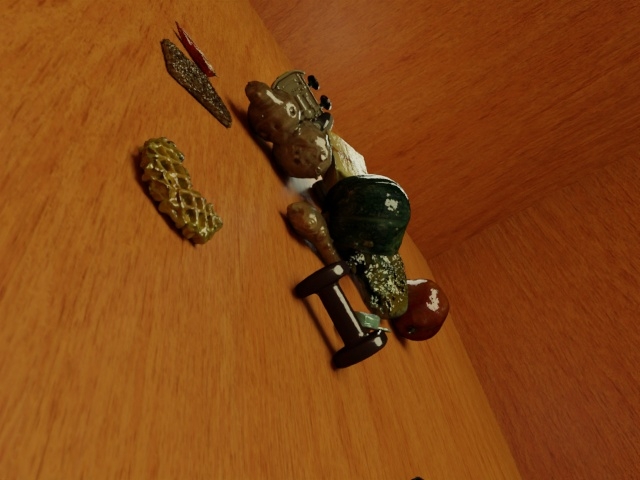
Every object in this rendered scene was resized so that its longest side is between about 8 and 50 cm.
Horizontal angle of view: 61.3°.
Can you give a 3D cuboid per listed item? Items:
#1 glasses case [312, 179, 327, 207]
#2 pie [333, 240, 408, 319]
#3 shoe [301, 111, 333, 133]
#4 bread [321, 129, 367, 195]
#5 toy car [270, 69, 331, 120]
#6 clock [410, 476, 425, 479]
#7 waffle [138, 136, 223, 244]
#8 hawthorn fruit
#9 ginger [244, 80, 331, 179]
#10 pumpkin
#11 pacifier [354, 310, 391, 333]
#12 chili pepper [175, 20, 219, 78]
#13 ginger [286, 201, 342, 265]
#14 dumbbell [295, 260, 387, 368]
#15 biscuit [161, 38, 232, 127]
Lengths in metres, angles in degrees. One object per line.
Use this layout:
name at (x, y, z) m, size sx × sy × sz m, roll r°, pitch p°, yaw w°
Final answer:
glasses case at (0.067, -0.075, 1.907) m, size 0.299 × 0.060 × 0.114 m, roll 62°, pitch 19°, yaw 9°
pie at (0.182, 0.088, 1.803) m, size 0.371 × 0.078 × 0.296 m, roll 53°, pitch 36°, yaw -14°
shoe at (-0.044, -0.379, 1.893) m, size 0.112 × 0.227 × 0.099 m, roll 37°, pitch -20°, yaw -22°
bread at (0.096, -0.246, 1.773) m, size 0.264 × 0.163 × 0.167 m, roll 103°, pitch -25°, yaw -71°
toy car at (-0.093, -0.502, 2.029) m, size 0.247 × 0.204 × 0.198 m, roll 58°, pitch -9°, yaw -15°
clock at (0.231, 0.605, 1.158) m, size 0.184 × 0.040 × 0.184 m, roll 54°, pitch 14°, yaw -21°
waffle at (-0.232, -0.087, 0.908) m, size 0.194 × 0.051 × 0.149 m, roll 56°, pitch 16°, yaw -15°
hawthorn fruit at (0.346, 0.261, 1.952) m, size 0.224 × 0.224 × 0.261 m, roll 54°, pitch 38°, yaw -23°
ginger at (-0.103, -0.321, 1.616) m, size 0.375 × 0.176 × 0.256 m, roll 48°, pitch 1°, yaw -33°
pumpkin at (0.138, -0.100, 1.618) m, size 0.264 × 0.196 × 0.293 m, roll 8°, pitch 21°, yaw -22°
pacifier at (0.102, 0.241, 1.371) m, size 0.150 × 0.127 × 0.116 m, roll 18°, pitch 78°, yaw -46°
chili pepper at (-0.332, -0.499, 1.434) m, size 0.178 × 0.027 × 0.045 m, roll 54°, pitch 11°, yaw -24°
ginger at (0.000, 0.000, 1.492) m, size 0.294 × 0.086 × 0.131 m, roll 56°, pitch -9°, yaw -35°
dumbbell at (0.048, 0.166, 1.227) m, size 0.225 × 0.124 × 0.140 m, roll 61°, pitch 13°, yaw 4°
biscuit at (-0.296, -0.384, 1.330) m, size 0.237 × 0.026 × 0.131 m, roll 39°, pitch 26°, yaw -53°
